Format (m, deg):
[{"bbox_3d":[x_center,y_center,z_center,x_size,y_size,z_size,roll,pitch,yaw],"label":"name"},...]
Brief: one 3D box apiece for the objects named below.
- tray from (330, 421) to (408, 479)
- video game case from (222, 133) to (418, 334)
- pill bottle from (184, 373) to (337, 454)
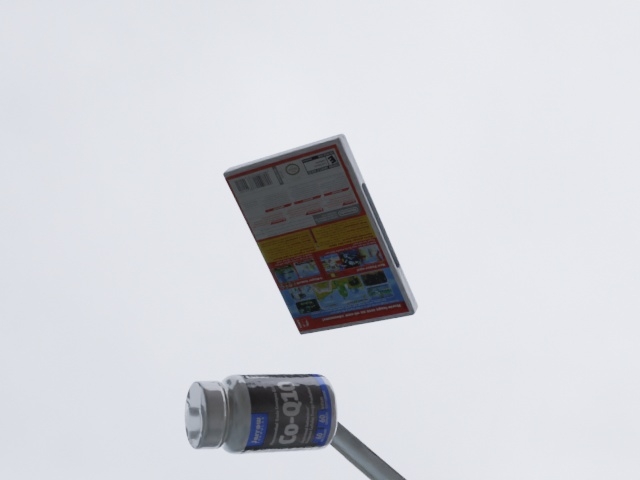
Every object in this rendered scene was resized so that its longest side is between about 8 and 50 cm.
[{"bbox_3d":[0.096,0.310,1.131,0.270,0.030,0.145,34,-12,38],"label":"tray"},{"bbox_3d":[0.000,0.000,1.313,0.204,0.025,0.285,-13,-69,30],"label":"video game case"},{"bbox_3d":[-0.059,0.170,0.888,0.137,0.078,0.078,4,-54,-28],"label":"pill bottle"}]
